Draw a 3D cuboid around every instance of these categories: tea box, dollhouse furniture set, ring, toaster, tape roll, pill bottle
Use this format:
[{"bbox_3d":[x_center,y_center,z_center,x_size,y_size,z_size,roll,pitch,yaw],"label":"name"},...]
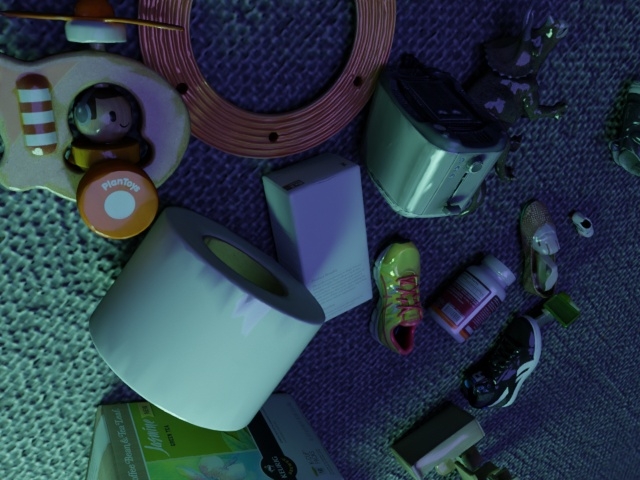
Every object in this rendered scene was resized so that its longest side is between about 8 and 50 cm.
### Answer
[{"bbox_3d":[-0.188,0.437,0.977,0.324,0.220,0.328,4,113,-31],"label":"tea box"},{"bbox_3d":[0.460,0.151,1.232,0.076,0.058,0.151,-38,156,-6],"label":"dollhouse furniture set"},{"bbox_3d":[0.277,0.481,1.265,0.161,0.212,0.242,-31,100,-12],"label":"dollhouse furniture set"},{"bbox_3d":[-0.057,-0.265,0.783,0.337,0.032,0.336,-12,121,-21],"label":"ring"},{"bbox_3d":[0.136,-0.135,0.860,0.129,0.227,0.146,-6,136,-28],"label":"toaster"},{"bbox_3d":[-0.139,0.094,0.800,0.246,0.246,0.169,31,98,-37],"label":"tape roll"},{"bbox_3d":[0.269,0.101,1.122,0.152,0.086,0.086,-46,127,1],"label":"pill bottle"}]

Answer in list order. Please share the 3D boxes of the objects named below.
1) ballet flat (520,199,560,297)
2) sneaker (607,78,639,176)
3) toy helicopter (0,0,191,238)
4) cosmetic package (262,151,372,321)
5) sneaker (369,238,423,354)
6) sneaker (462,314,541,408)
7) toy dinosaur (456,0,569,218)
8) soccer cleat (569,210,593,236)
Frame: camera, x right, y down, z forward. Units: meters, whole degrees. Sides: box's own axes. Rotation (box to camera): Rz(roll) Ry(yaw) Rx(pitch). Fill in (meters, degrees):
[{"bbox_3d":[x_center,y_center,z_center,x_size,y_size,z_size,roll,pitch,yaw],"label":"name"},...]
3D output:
[{"bbox_3d":[0.412,0.022,1.167,0.073,0.067,0.206,-25,125,-13],"label":"ballet flat"},{"bbox_3d":[0.629,-0.180,1.158,0.269,0.101,0.153,18,107,-28],"label":"sneaker"},{"bbox_3d":[-0.296,-0.167,0.645,0.355,0.140,0.235,22,102,-33],"label":"toy helicopter"},{"bbox_3d":[0.000,0.000,0.919,0.117,0.085,0.231,-23,124,-25],"label":"cosmetic package"},{"bbox_3d":[0.139,0.097,1.045,0.082,0.094,0.208,-10,119,-22],"label":"sneaker"},{"bbox_3d":[0.351,0.250,1.251,0.121,0.079,0.216,-3,119,-28],"label":"sneaker"},{"bbox_3d":[0.263,-0.189,0.963,0.160,0.121,0.313,27,106,-24],"label":"toy dinosaur"},{"bbox_3d":[0.506,-0.027,1.211,0.029,0.035,0.083,-48,127,3],"label":"soccer cleat"}]
